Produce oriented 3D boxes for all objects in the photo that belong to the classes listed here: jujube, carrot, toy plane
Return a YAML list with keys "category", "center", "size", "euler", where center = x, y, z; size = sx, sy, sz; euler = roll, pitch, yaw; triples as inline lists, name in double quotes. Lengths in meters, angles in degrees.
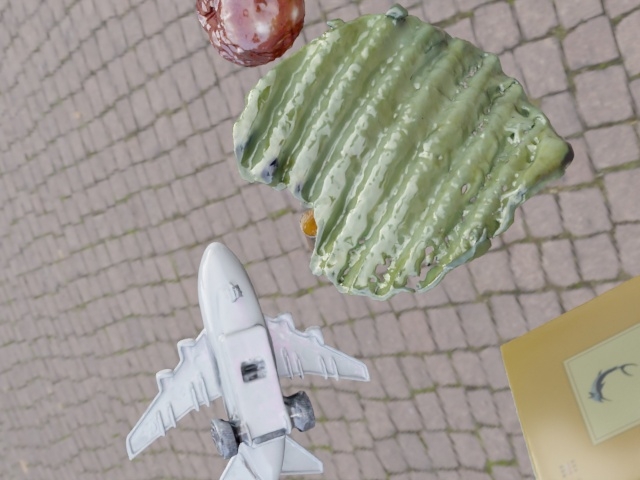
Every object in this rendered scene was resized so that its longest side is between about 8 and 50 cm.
- category: "jujube"
  center: [-0.073, -0.236, 1.010]
  size: [0.112, 0.109, 0.176]
  euler: [39, -177, -19]
- category: "carrot"
  center: [0.000, 0.000, 1.446]
  size: [0.048, 0.048, 0.139]
  euler: [50, 171, 21]
- category: "toy plane"
  center: [-0.069, 0.126, 0.941]
  size: [0.101, 0.251, 0.255]
  euler: [-154, 52, -68]

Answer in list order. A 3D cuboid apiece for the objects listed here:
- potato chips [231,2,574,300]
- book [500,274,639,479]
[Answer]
- category: "potato chips"
  center: [0.108, -0.128, 1.298]
  size: [0.373, 0.389, 0.097]
  euler: [52, 171, 14]
- category: "book"
  center: [0.378, 0.117, 1.007]
  size: [0.388, 0.269, 0.032]
  euler: [-30, 124, 20]
